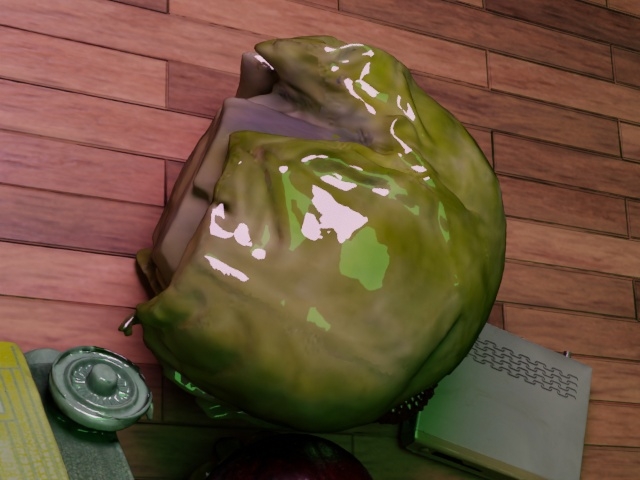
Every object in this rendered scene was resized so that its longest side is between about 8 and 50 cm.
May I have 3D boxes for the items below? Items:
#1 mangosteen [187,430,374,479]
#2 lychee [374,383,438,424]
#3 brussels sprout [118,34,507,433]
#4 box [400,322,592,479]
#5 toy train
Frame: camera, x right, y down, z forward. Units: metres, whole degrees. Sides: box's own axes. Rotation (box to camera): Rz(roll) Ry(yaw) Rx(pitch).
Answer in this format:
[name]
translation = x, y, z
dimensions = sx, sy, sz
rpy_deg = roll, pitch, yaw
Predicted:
[mangosteen]
translation = -0.038, 0.295, 1.342
dimensions = 0.216, 0.216, 0.216
rpy_deg = 10, 71, -30
[lychee]
translation = 0.085, 0.156, 1.506
dimensions = 0.123, 0.123, 0.129
rpy_deg = 38, 95, -17
[brussels sprout]
translation = 0.013, 0.010, 1.356
dimensions = 0.361, 0.342, 0.425
rpy_deg = 26, 64, -13
[box]
translation = 0.232, 0.208, 1.627
dimensions = 0.270, 0.045, 0.211
rpy_deg = 22, 65, -25
[toy train]
translation = -0.262, 0.261, 1.131
dimensions = 0.272, 0.179, 0.442
rpy_deg = 3, 37, -34
